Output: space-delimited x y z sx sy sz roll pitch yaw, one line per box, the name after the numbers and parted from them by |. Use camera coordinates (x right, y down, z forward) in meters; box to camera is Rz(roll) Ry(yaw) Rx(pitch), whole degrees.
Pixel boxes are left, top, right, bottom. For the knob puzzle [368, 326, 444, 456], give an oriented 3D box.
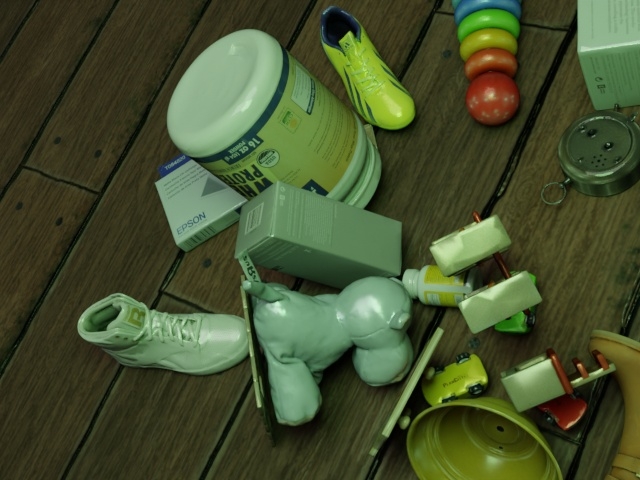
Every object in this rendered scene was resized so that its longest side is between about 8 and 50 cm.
0.125 0.229 1.229 0.030 0.213 0.213 28 80 7 | knob puzzle

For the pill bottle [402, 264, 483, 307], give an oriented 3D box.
0.190 0.071 1.337 0.116 0.065 0.065 3 68 26 | pill bottle

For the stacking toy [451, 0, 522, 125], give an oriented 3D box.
0.287 -0.348 1.468 0.141 0.141 0.330 -7 70 23 | stacking toy

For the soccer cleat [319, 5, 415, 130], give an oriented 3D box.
0.074 -0.310 1.541 0.093 0.121 0.289 -31 57 2 | soccer cleat

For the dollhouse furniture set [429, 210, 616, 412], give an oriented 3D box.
0.262 0.079 1.129 0.135 0.262 0.259 -27 83 9 | dollhouse furniture set

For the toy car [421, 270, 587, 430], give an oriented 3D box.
0.282 0.156 1.258 0.239 0.053 0.224 5 68 27 | toy car

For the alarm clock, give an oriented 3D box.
0.419 -0.124 1.324 0.192 0.064 0.129 -42 56 6 | alarm clock

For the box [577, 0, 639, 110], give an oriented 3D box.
0.575 -0.349 1.290 0.346 0.168 0.214 -4 64 25 | box

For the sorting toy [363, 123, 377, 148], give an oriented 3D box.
0.061 -0.171 1.549 0.083 0.012 0.062 -21 56 16 | sorting toy

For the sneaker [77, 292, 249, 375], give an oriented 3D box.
-0.270 0.158 1.459 0.293 0.169 0.108 -7 62 21 | sneaker

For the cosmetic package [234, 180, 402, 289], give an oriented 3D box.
0.000 0.000 1.349 0.127 0.238 0.107 -32 45 53 | cosmetic package

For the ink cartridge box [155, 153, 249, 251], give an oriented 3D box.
-0.206 -0.123 1.636 0.223 0.045 0.224 -32 56 9 | ink cartridge box

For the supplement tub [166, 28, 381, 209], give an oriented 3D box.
-0.067 -0.167 1.403 0.228 0.316 0.228 -25 48 30 | supplement tub

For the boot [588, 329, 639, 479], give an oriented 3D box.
0.420 0.268 1.120 0.283 0.109 0.220 39 91 27 | boot

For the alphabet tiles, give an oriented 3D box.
-0.100 0.183 1.350 0.009 0.198 0.237 -10 60 -2 | alphabet tiles

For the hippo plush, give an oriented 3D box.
0.020 0.121 1.316 0.237 0.294 0.234 -13 23 -3 | hippo plush

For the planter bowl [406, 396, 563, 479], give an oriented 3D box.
0.234 0.282 1.171 0.217 0.217 0.090 7 32 29 | planter bowl
